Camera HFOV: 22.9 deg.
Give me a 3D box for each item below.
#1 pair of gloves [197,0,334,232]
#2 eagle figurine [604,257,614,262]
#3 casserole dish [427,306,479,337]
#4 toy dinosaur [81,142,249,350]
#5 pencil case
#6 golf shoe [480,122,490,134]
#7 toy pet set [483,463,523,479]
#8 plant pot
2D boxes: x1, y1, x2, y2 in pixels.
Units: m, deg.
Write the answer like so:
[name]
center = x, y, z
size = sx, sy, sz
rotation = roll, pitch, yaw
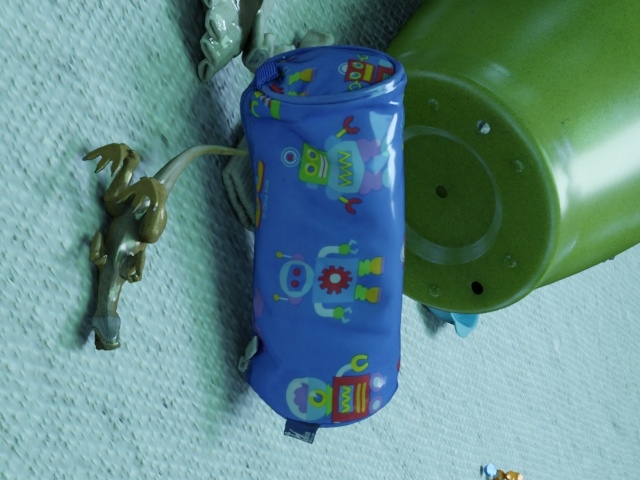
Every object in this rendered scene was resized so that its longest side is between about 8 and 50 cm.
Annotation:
[pair of gloves]
center = -0.039, -0.151, 1.293
size = 0.204, 0.042, 0.240
rotation = -59, 143, -49
[eagle figurine]
center = 0.450, -0.144, 2.271
size = 0.298, 0.225, 0.226
rotation = -37, 84, -26
[casserole dish]
center = 0.148, 0.012, 1.723
size = 0.114, 0.037, 0.188
rotation = 30, 63, -63
[toy dinosaur]
center = -0.124, -0.024, 1.104
size = 0.112, 0.064, 0.211
rotation = 87, 26, -57
[pencil case]
center = 0.000, 0.000, 1.248
size = 0.119, 0.133, 0.306
rotation = -110, -161, -66
[golf shoe]
center = 0.215, -0.121, 1.840
size = 0.086, 0.069, 0.176
rotation = 26, 60, -48
[toy pet set]
center = 0.220, 0.344, 1.898
size = 0.114, 0.065, 0.122
rotation = 20, 65, -28
[plant pot]
center = 0.192, -0.111, 1.496
size = 0.353, 0.366, 0.366
rotation = -36, 124, -47
